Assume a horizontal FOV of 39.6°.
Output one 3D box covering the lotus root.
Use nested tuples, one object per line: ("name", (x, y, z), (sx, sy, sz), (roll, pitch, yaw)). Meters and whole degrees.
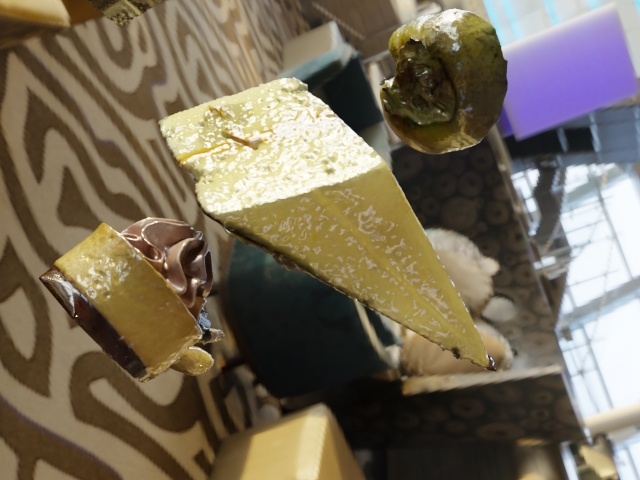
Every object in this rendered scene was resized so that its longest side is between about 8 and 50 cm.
("lotus root", (0.138, -0.201, 1.150), (0.078, 0.204, 0.183), (-16, 93, -44))

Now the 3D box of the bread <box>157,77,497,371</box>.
("bread", (0.000, 0.000, 1.174), (0.405, 0.242, 0.345), (64, -5, -24))

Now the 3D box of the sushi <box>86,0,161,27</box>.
("sushi", (-0.320, -0.580, 1.566), (0.296, 0.373, 0.100), (34, 37, -47))

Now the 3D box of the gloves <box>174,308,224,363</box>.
("gloves", (-0.218, 0.108, 1.353), (0.181, 0.106, 0.129), (25, 59, -22))

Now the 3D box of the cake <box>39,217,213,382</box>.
("cake", (-0.207, 0.052, 1.072), (0.185, 0.178, 0.207), (46, -7, 4))

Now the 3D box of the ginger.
("ginger", (-0.270, 0.187, 1.459), (0.214, 0.059, 0.133), (23, 0, -23))
